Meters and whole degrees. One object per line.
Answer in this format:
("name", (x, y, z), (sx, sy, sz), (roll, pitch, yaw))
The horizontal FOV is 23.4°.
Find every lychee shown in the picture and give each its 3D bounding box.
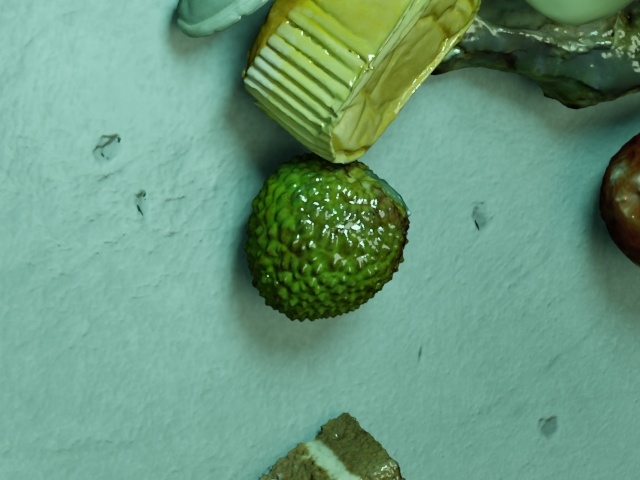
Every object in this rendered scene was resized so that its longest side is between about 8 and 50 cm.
("lychee", (0.000, 0.000, 1.463), (0.171, 0.171, 0.171), (-10, 109, -29))

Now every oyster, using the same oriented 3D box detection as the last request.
("oyster", (0.252, -0.223, 1.552), (0.337, 0.133, 0.197), (5, 133, -15))

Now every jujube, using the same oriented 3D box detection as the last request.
("jujube", (0.424, -0.052, 1.691), (0.290, 0.197, 0.197), (-5, 108, -46))

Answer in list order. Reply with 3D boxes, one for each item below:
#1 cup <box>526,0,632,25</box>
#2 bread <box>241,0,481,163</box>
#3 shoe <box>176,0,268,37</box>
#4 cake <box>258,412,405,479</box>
("cup", (0.279, -0.341, 1.402), (0.173, 0.202, 0.255), (31, 52, -24))
("bread", (0.042, -0.200, 1.410), (0.250, 0.133, 0.179), (-54, 166, 4))
("shoe", (-0.066, -0.288, 1.366), (0.125, 0.099, 0.227), (41, 90, -22))
("cake", (0.018, 0.279, 1.572), (0.147, 0.134, 0.135), (-33, 119, -9))
